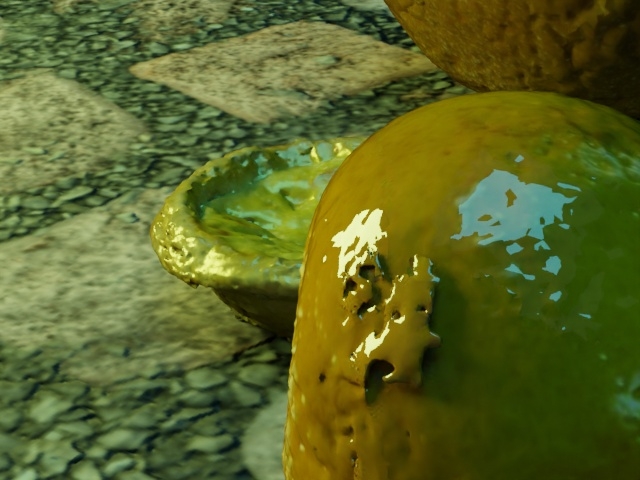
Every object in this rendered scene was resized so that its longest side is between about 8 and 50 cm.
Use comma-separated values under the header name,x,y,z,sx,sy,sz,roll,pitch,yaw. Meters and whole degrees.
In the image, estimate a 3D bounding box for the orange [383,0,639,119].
name,x,y,z,sx,sy,sz,roll,pitch,yaw
orange,0.192,-0.247,0.960,0.322,0.322,0.357,-15,40,-25

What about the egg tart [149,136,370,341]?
name,x,y,z,sx,sy,sz,roll,pitch,yaw
egg tart,0.000,0.000,0.746,0.191,0.074,0.191,-1,29,1

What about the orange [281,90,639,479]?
name,x,y,z,sx,sy,sz,roll,pitch,yaw
orange,0.077,0.051,0.500,0.193,0.219,0.219,-2,27,15
